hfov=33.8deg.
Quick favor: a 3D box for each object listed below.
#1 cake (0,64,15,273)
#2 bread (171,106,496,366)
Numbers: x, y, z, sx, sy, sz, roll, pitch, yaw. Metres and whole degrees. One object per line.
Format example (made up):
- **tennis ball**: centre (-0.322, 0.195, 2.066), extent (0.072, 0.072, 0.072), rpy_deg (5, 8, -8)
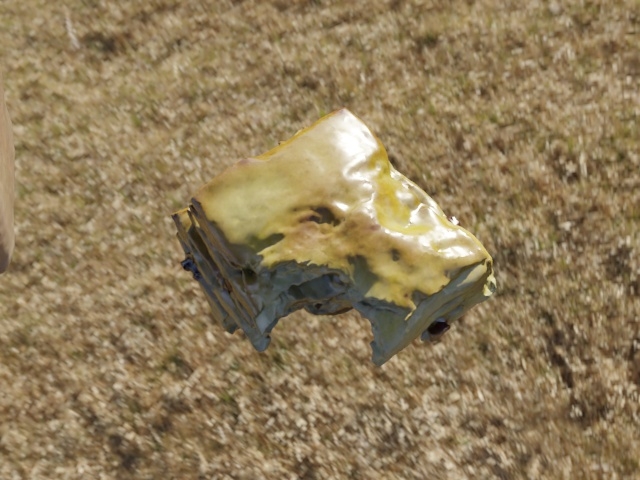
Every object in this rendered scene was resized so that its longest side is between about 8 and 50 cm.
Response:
- **cake**: centre (-0.431, -0.114, 1.023), extent (0.237, 0.230, 0.308), rpy_deg (-8, 52, -10)
- **bread**: centre (0.000, 0.000, 1.328), extent (0.314, 0.191, 0.370), rpy_deg (-34, 55, -12)
